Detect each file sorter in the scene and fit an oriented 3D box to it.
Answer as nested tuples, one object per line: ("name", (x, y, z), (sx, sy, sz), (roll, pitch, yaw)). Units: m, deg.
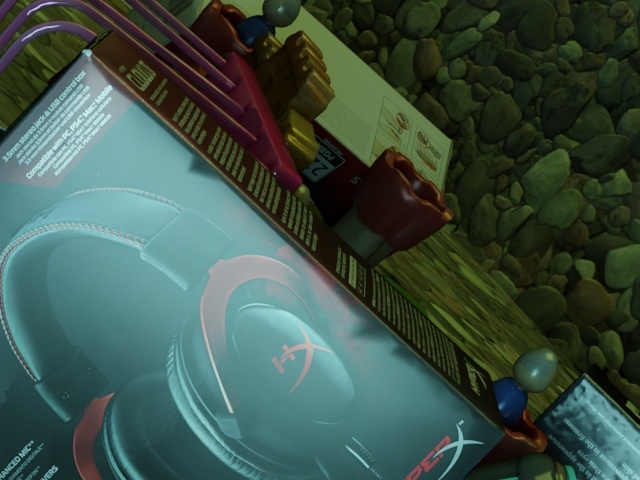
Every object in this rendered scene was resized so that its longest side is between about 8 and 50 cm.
("file sorter", (-0.162, -0.059, 1.263), (0.182, 0.202, 0.291), (39, 9, -18))

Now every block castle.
("block castle", (0.000, 0.000, 1.533), (0.303, 0.213, 0.453), (40, 16, -23))

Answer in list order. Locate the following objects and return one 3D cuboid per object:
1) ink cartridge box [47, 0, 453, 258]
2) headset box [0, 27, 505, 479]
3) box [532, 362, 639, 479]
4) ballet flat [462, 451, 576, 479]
("ink cartridge box", (-0.081, -0.084, 1.857), (0.309, 0.272, 0.130), (39, 40, -24))
("headset box", (-0.092, 0.057, 0.947), (0.293, 0.218, 0.110), (43, 8, -7))
("box", (0.186, 0.219, 1.491), (0.153, 0.207, 0.108), (46, 8, 8))
("ballet flat", (0.117, 0.237, 1.331), (0.095, 0.096, 0.280), (-94, -179, -45))
